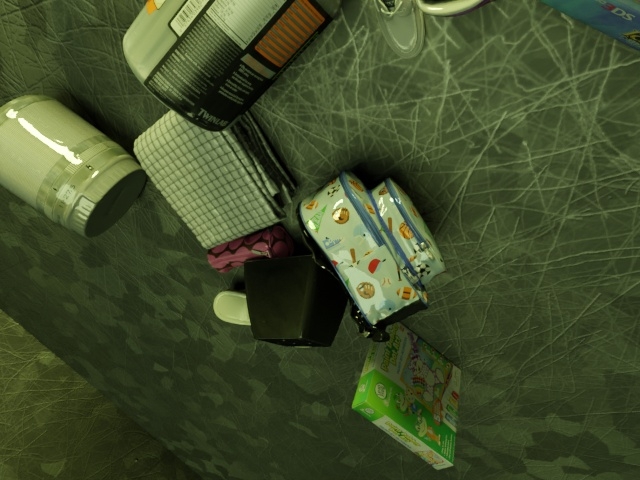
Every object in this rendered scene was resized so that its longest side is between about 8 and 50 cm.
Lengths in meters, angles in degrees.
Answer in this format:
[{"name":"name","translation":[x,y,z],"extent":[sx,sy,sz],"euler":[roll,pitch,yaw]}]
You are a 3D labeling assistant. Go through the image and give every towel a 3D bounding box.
[{"name":"towel","translation":[-0.207,-0.143,0.840],"extent":[0.235,0.121,0.283],"euler":[-21,114,32]}]

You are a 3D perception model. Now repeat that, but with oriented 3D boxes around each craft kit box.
[{"name":"craft kit box","translation":[0.209,0.336,0.941],"extent":[0.247,0.249,0.061],"euler":[36,131,-7]}]

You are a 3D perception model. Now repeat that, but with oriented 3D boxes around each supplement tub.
[{"name":"supplement tub","translation":[-0.106,-0.324,0.573],"extent":[0.316,0.193,0.193],"euler":[-39,105,21]}]

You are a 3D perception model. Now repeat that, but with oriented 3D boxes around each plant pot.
[{"name":"plant pot","translation":[-0.051,0.145,0.911],"extent":[0.188,0.166,0.187],"euler":[-8,156,27]}]

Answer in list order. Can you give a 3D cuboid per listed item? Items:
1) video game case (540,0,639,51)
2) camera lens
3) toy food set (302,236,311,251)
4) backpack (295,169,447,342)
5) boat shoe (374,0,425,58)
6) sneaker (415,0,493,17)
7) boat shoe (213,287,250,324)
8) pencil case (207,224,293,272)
[{"name":"video game case","translation":[0.397,-0.300,0.395],"extent":[0.270,0.061,0.244],"euler":[25,97,-3]},{"name":"camera lens","translation":[-0.566,-0.164,0.907],"extent":[0.274,0.219,0.219],"euler":[37,131,-7]},{"name":"toy food set","translation":[0.000,0.000,0.922],"extent":[0.083,0.020,0.082],"euler":[29,131,1]},{"name":"backpack","translation":[0.085,0.000,0.737],"extent":[0.213,0.276,0.263],"euler":[-40,98,9]},{"name":"boat shoe","translation":[0.102,-0.347,0.579],"extent":[0.066,0.063,0.184],"euler":[-3,124,26]},{"name":"sneaker","translation":[0.245,-0.332,0.466],"extent":[0.282,0.161,0.102],"euler":[-16,116,31]},{"name":"boat shoe","translation":[-0.124,0.196,1.082],"extent":[0.306,0.091,0.109],"euler":[15,93,9]},{"name":"pencil case","translation":[-0.172,0.024,0.964],"extent":[0.210,0.098,0.095],"euler":[-14,118,32]}]
